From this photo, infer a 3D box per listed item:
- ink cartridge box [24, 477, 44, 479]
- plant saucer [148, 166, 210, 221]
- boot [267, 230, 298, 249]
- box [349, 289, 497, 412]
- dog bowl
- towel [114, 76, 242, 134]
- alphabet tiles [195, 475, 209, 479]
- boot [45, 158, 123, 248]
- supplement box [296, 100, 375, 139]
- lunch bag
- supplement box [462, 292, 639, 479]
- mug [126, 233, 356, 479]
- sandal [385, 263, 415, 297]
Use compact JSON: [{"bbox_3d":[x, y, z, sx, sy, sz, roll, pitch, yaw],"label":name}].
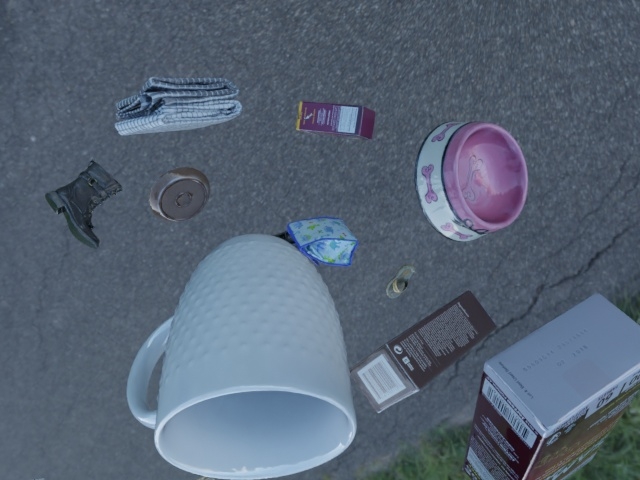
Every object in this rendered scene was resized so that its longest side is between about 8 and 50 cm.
[{"bbox_3d":[-0.655,0.545,1.117,0.089,0.052,0.122,-11,161,-11],"label":"ink cartridge box"},{"bbox_3d":[-0.367,-0.114,1.391,0.029,0.169,0.168,45,146,41],"label":"plant saucer"},{"bbox_3d":[-0.121,-0.002,1.498,0.219,0.082,0.106,-4,152,-35],"label":"boot"},{"bbox_3d":[0.281,0.290,1.406,0.143,0.382,0.191,54,139,14],"label":"box"},{"bbox_3d":[0.507,-0.200,1.705,0.408,0.408,0.150,49,156,-19],"label":"dog bowl"},{"bbox_3d":[-0.392,-0.368,1.434,0.235,0.284,0.121,1,104,44],"label":"towel"},{"bbox_3d":[-0.431,0.776,1.517,0.011,0.285,0.342,50,139,20],"label":"alphabet tiles"},{"bbox_3d":[-0.780,-0.129,1.813,0.091,0.229,0.262,-17,111,52],"label":"boot"},{"bbox_3d":[0.042,-0.326,1.430,0.188,0.104,0.080,10,98,23],"label":"supplement box"},{"bbox_3d":[0.000,0.000,1.334,0.151,0.128,0.096,8,115,-25],"label":"lunch bag"},{"bbox_3d":[0.216,0.171,0.501,0.130,0.073,0.239,-27,139,-14],"label":"supplement box"},{"bbox_3d":[-0.145,0.176,0.841,0.375,0.327,0.276,-21,133,13],"label":"mug"},{"bbox_3d":[0.294,0.158,1.915,0.072,0.049,0.180,4,136,-24],"label":"sandal"}]
